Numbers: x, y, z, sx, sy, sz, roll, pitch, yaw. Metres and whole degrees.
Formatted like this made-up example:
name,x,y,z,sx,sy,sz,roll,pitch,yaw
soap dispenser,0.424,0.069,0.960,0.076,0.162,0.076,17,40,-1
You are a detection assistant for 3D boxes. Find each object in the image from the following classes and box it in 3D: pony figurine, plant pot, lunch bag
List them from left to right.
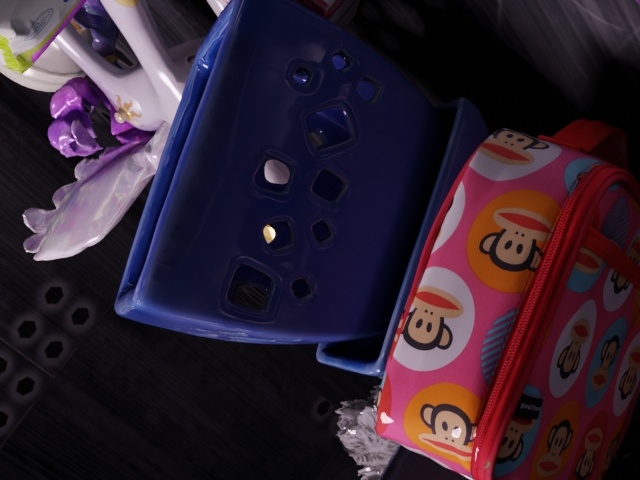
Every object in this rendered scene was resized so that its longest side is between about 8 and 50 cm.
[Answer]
name,x,y,z,sx,sy,sz,roll,pitch,yaw
pony figurine,-0.152,-0.131,1.290,0.351,0.303,0.363,7,134,54
plant pot,-0.013,-0.024,1.020,0.212,0.235,0.236,20,173,-11
lunch bag,0.159,0.043,0.960,0.120,0.258,0.293,20,178,27

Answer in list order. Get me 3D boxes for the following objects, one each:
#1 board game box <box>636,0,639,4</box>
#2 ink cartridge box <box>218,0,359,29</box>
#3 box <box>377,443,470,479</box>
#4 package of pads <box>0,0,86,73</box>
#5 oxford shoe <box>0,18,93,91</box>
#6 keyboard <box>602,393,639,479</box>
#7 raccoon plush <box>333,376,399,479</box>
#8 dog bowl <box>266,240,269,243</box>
name,x,y,z,sx,sy,sz,roll,pitch,yaw
board game box,0.261,-0.082,0.638,0.347,0.056,0.208,42,173,-27
ink cartridge box,-0.027,-0.199,1.017,0.109,0.063,0.150,36,170,1
box,0.201,0.436,1.221,0.480,0.297,0.471,29,155,8
package of pads,-0.261,-0.284,0.960,0.296,0.229,0.101,37,170,2
oxford shoe,-0.394,-0.346,1.461,0.449,0.169,0.130,43,127,9
keyboard,0.260,0.206,1.406,0.317,0.033,0.201,-1,133,-4
raccoon plush,0.215,0.136,1.580,0.216,0.299,0.446,43,133,-11
dog bowl,0.000,0.000,1.696,0.265,0.104,0.265,35,170,7
